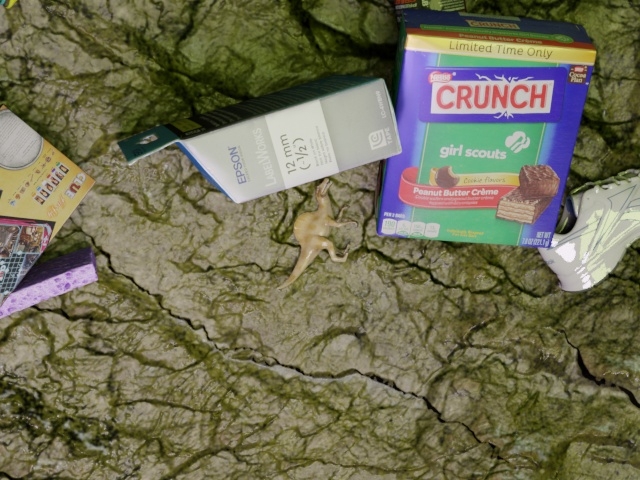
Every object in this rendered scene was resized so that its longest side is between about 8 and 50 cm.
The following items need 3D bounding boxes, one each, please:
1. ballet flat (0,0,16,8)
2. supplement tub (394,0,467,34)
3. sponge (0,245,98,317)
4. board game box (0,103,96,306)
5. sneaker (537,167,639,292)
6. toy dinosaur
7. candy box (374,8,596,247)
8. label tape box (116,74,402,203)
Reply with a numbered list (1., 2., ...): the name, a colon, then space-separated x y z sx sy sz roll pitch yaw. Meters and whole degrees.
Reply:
1. ballet flat: -0.391 -0.429 1.498 0.077 0.077 0.231 0 98 -30
2. supplement tub: 0.161 -0.348 1.625 0.106 0.106 0.198 -12 102 -11
3. sponge: -0.414 0.067 1.552 0.210 0.117 0.031 -21 106 -9
4. board game box: -0.435 -0.035 1.468 0.165 0.042 0.243 42 68 -21
5. sneaker: 0.467 -0.053 1.753 0.297 0.111 0.129 -44 101 -4
6. toy dinosaur: 0.000 0.000 1.684 0.092 0.053 0.183 20 87 -1
7. candy box: 0.228 -0.158 1.596 0.268 0.122 0.317 4 119 -4
8. label tape box: -0.093 -0.130 1.526 0.347 0.249 0.115 -20 103 -10
